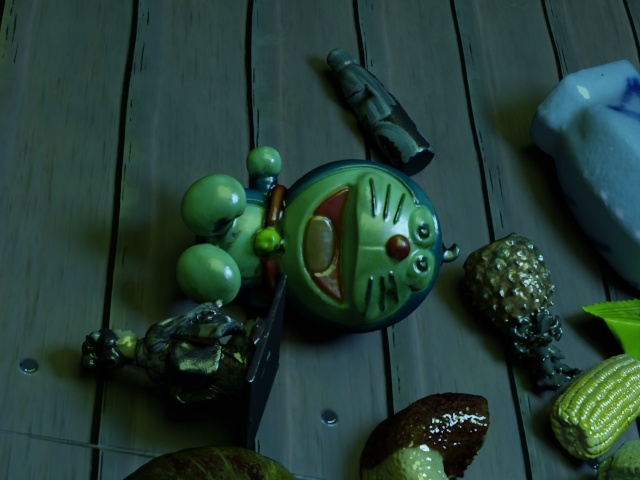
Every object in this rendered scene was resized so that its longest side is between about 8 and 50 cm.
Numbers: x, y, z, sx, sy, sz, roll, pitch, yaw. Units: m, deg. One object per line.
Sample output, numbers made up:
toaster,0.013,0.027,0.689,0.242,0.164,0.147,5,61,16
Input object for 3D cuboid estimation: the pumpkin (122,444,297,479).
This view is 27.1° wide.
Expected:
pumpkin,-0.104,0.290,1.231,0.219,0.162,0.219,5,77,-24

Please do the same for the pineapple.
pineapple,0.248,0.094,1.622,0.108,0.108,0.198,-11,71,-33

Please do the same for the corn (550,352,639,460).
corn,0.339,0.197,1.591,0.085,0.063,0.165,39,43,23

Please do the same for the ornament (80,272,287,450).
ornament,-0.147,0.113,1.388,0.196,0.166,0.153,12,45,4

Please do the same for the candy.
candy,0.452,0.154,1.669,0.149,0.069,0.246,2,37,-50

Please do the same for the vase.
vase,0.074,-0.181,1.791,0.060,0.060,0.211,-17,62,-36

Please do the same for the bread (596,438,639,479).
bread,0.360,0.295,1.499,0.110,0.156,0.103,14,28,32

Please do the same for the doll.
doll,0.000,0.001,1.512,0.321,0.186,0.199,9,90,-5

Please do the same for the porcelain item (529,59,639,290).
porcelain item,0.469,-0.055,1.795,0.242,0.178,0.405,-18,58,-35

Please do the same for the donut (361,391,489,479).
donut,0.123,0.250,1.423,0.141,0.085,0.217,10,50,-19
